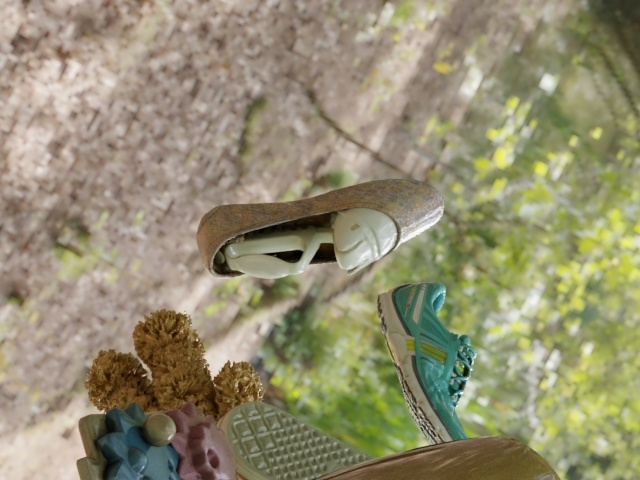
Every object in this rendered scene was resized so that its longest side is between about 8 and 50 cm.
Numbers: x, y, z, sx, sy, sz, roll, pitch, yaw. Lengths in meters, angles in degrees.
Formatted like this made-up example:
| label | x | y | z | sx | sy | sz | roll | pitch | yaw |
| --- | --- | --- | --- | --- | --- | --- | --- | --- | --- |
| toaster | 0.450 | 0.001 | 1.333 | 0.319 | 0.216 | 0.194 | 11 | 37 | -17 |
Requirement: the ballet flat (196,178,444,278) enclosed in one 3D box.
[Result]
| label | x | y | z | sx | sy | sz | roll | pitch | yaw |
| --- | --- | --- | --- | --- | --- | --- | --- | --- | --- |
| ballet flat | 0.000 | 0.000 | 1.730 | 0.106 | 0.316 | 0.107 | -88 | 165 | -52 |

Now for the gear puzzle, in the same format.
| label | x | y | z | sx | sy | sz | roll | pitch | yaw |
| --- | --- | --- | --- | --- | --- | --- | --- | --- | --- |
| gear puzzle | -0.057 | 0.263 | 0.893 | 0.044 | 0.339 | 0.175 | -24 | 165 | 20 |

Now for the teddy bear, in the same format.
| label | x | y | z | sx | sy | sz | roll | pitch | yaw |
| --- | --- | --- | --- | --- | --- | --- | --- | --- | --- |
| teddy bear | -0.162 | 0.241 | 1.677 | 0.245 | 0.338 | 0.113 | -22 | 161 | 9 |

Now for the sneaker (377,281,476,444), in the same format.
| label | x | y | z | sx | sy | sz | roll | pitch | yaw |
| --- | --- | --- | --- | --- | --- | --- | --- | --- | --- |
| sneaker | 0.155 | 0.167 | 1.835 | 0.110 | 0.275 | 0.107 | -17 | 147 | 0 |

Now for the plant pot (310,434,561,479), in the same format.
| label | x | y | z | sx | sy | sz | roll | pitch | yaw |
| --- | --- | --- | --- | --- | --- | --- | --- | --- | --- |
| plant pot | 0.078 | 0.259 | 1.092 | 0.254 | 0.237 | 0.237 | -28 | 146 | -37 |

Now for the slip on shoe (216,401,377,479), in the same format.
| label | x | y | z | sx | sy | sz | roll | pitch | yaw |
| --- | --- | --- | --- | --- | --- | --- | --- | --- | --- |
| slip on shoe | 0.029 | 0.273 | 1.329 | 0.101 | 0.331 | 0.123 | -48 | -166 | 42 |
